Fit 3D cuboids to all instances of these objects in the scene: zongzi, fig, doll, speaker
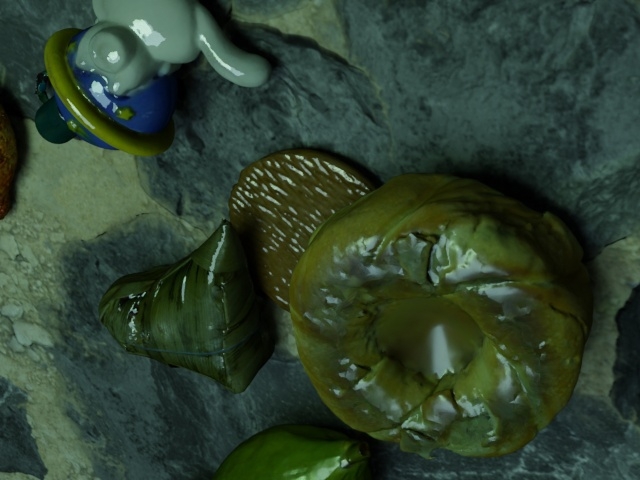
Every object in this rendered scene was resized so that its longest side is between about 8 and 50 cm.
[{"bbox_3d":[-0.199,0.055,1.551,0.251,0.125,0.274,13,136,24],"label":"zongzi"},{"bbox_3d":[-0.009,0.362,1.597,0.314,0.233,0.233,-20,107,30],"label":"fig"},{"bbox_3d":[-0.250,-0.240,1.381,0.311,0.159,0.243,53,134,-3],"label":"doll"},{"bbox_3d":[-0.346,-0.182,1.562,0.075,0.060,0.094,-26,69,42],"label":"speaker"}]

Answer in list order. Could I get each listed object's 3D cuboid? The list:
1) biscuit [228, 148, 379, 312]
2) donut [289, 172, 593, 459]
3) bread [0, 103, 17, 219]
[{"bbox_3d":[0.000,-0.001,1.461,0.262,0.037,0.262,17,128,24],"label":"biscuit"},{"bbox_3d":[0.141,0.093,1.326,0.360,0.170,0.360,9,124,14],"label":"donut"},{"bbox_3d":[-0.501,-0.126,1.668,0.139,0.095,0.269,38,138,16],"label":"bread"}]
